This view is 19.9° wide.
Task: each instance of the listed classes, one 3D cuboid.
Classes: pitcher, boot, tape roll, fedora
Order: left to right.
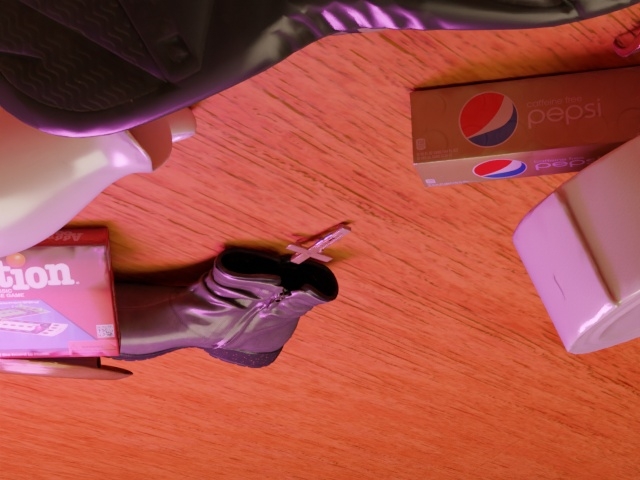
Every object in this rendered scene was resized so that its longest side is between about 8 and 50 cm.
[{"bbox_3d":[-0.204,-0.061,1.358,0.207,0.125,0.178,-19,173,16],"label":"pitcher"},{"bbox_3d":[-0.277,0.098,1.848,0.194,0.079,0.194,4,176,0],"label":"fedora"},{"bbox_3d":[-0.118,0.050,1.779,0.246,0.083,0.161,6,148,-22],"label":"boot"},{"bbox_3d":[0.053,-0.181,0.741,0.377,0.284,0.138,-18,112,30],"label":"boot"},{"bbox_3d":[0.289,-0.020,1.368,0.286,0.100,0.286,-23,167,-6],"label":"tape roll"}]

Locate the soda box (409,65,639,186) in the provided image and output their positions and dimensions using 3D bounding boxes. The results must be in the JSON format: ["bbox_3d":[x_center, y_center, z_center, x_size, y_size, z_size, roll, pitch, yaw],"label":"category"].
[{"bbox_3d":[0.161,-0.085,1.378,0.181,0.061,0.058,-6,161,12],"label":"soda box"}]

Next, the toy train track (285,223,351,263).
[{"bbox_3d":[0.000,0.000,1.702,0.048,0.014,0.083,19,148,-31],"label":"toy train track"}]

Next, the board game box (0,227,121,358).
[{"bbox_3d":[-0.333,0.053,1.705,0.281,0.027,0.145,-2,130,0],"label":"board game box"}]

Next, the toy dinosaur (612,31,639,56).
[{"bbox_3d":[0.235,-0.144,1.246,0.090,0.047,0.082,3,146,21],"label":"toy dinosaur"}]
